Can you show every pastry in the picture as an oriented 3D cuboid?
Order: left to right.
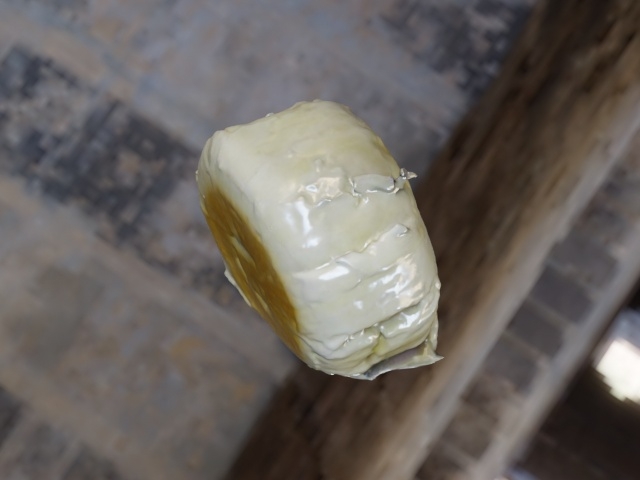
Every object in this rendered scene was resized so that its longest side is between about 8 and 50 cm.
[{"bbox_3d":[0.000,0.000,1.027,0.166,0.088,0.166,56,164,25],"label":"pastry"}]
